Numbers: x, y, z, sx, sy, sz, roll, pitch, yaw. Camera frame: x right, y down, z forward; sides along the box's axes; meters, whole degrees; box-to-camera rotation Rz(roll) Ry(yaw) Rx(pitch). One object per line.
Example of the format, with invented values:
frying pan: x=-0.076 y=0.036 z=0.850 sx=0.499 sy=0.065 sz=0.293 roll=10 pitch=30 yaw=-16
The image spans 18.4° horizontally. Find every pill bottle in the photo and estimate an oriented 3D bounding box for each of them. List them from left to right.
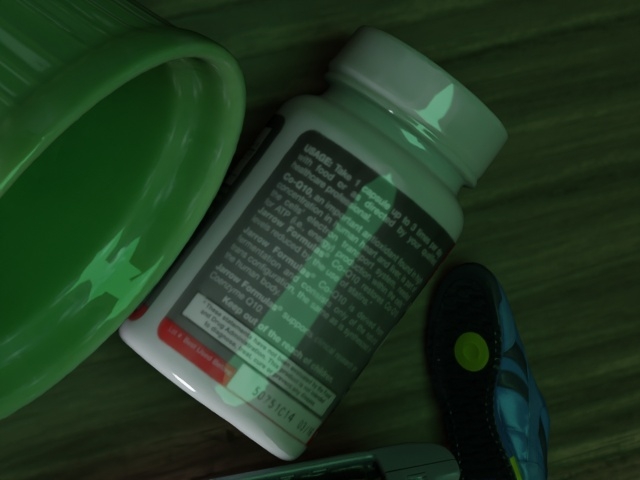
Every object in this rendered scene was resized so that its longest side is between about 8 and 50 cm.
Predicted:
pill bottle: x=0.000 y=0.000 z=1.413 sx=0.161 sy=0.161 sz=0.283 roll=38 pitch=86 yaw=-25

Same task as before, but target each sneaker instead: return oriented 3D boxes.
sneaker: x=0.139 y=0.116 z=1.558 sx=0.082 sy=0.069 sz=0.209 roll=-19 pitch=101 yaw=-52

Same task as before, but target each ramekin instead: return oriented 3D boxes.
ramekin: x=-0.201 y=-0.039 z=1.247 sx=0.148 sy=0.303 sz=0.303 roll=39 pitch=84 yaw=17

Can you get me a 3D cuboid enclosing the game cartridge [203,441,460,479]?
game cartridge: x=-0.055 y=0.242 z=1.447 sx=0.297 sy=0.062 sz=0.198 roll=-8 pitch=145 yaw=-18
